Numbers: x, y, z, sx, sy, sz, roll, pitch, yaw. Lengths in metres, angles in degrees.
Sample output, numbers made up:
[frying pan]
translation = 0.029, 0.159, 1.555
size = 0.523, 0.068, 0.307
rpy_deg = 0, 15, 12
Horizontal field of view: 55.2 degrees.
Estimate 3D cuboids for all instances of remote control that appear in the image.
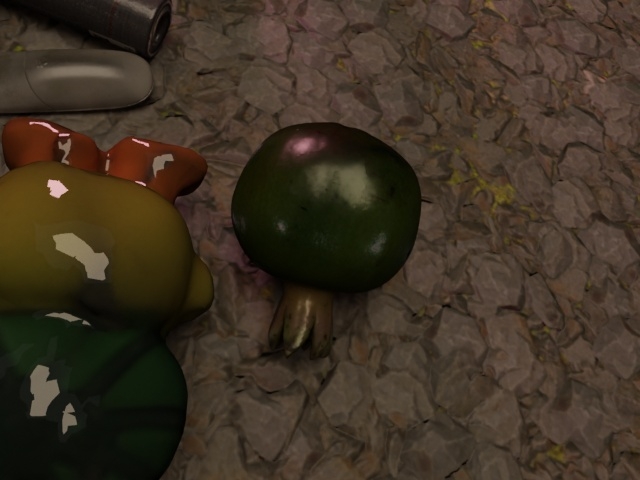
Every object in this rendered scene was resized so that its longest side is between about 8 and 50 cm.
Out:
[remote control]
translation = -0.294, -0.174, 0.645
size = 0.229, 0.044, 0.073
rpy_deg = -5, 70, -18

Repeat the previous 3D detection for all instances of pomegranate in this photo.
[pomegranate]
translation = 0.000, 0.000, 0.588
size = 0.187, 0.187, 0.225
rpy_deg = 13, 87, -9

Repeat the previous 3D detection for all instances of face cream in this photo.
[face cream]
translation = -0.308, -0.289, 0.678
size = 0.284, 0.073, 0.073
rpy_deg = 22, 62, -5

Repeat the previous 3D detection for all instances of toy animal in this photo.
[toy animal]
translation = -0.194, 0.051, 0.486
size = 0.216, 0.191, 0.338
rpy_deg = 7, 65, -13
